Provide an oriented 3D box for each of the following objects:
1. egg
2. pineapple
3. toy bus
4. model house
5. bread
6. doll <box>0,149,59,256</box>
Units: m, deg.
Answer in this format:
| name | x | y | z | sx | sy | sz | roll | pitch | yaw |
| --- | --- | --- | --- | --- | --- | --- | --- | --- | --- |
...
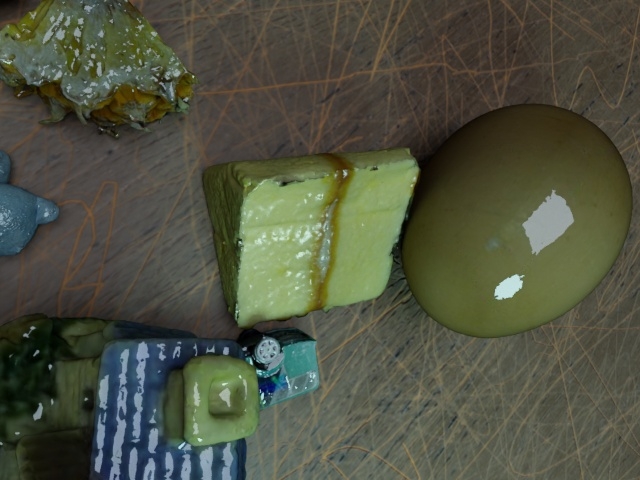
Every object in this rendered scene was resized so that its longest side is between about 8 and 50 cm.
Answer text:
| name | x | y | z | sx | sy | sz | roll | pitch | yaw |
| --- | --- | --- | --- | --- | --- | --- | --- | --- | --- |
| egg | 0.284 | -0.028 | 0.749 | 0.301 | 0.301 | 0.374 | 36 | 76 | -20 |
| pineapple | -0.267 | -0.226 | 0.602 | 0.236 | 0.114 | 0.186 | 8 | 85 | -22 |
| toy bus | -0.129 | 0.186 | 0.667 | 0.261 | 0.091 | 0.109 | -13 | 101 | -23 |
| model house | -0.178 | 0.206 | 0.398 | 0.261 | 0.266 | 0.322 | 20 | 63 | -50 |
| bread | 0.000 | 0.000 | 0.684 | 0.263 | 0.198 | 0.236 | -10 | 100 | -24 |
| doll | -0.393 | -0.059 | 0.554 | 0.120 | 0.075 | 0.180 | -39 | 104 | -17 |
